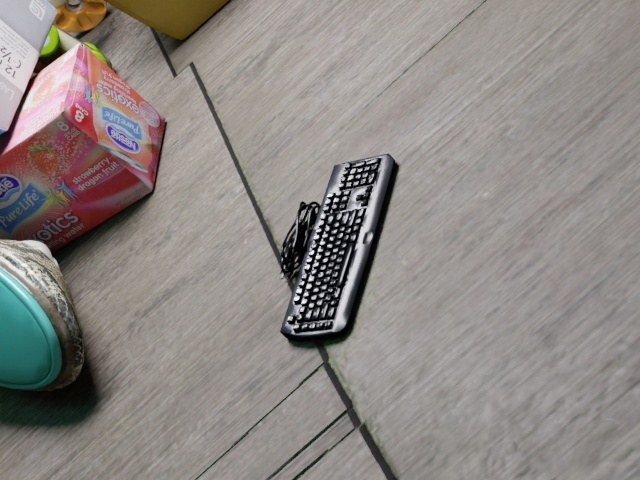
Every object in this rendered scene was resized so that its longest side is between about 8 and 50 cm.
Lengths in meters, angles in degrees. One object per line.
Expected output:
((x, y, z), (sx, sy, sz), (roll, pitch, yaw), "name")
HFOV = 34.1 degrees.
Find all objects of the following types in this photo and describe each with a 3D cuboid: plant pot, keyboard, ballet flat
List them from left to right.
((-0.410, 0.054, 1.173), (0.483, 0.164, 0.182), (5, 16, 29), "ballet flat")
((-0.207, -0.404, 1.419), (0.212, 0.187, 0.212), (-39, 35, 13), "plant pot")
((0.000, 0.000, 0.912), (0.100, 0.038, 0.192), (-15, 44, 39), "keyboard")

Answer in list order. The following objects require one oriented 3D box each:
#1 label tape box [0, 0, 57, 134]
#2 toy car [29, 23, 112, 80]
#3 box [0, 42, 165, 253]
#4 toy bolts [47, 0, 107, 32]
((-0.473, -0.149, 1.248), (0.249, 0.115, 0.347), (-25, 41, 30), "label tape box")
((-0.403, -0.215, 1.498), (0.188, 0.149, 0.155), (-58, 21, 4), "toy car")
((-0.354, -0.084, 1.283), (0.300, 0.154, 0.142), (-28, 38, 25), "box")
((-0.338, -0.381, 1.597), (0.229, 0.218, 0.158), (-12, 51, -6), "toy bolts")
